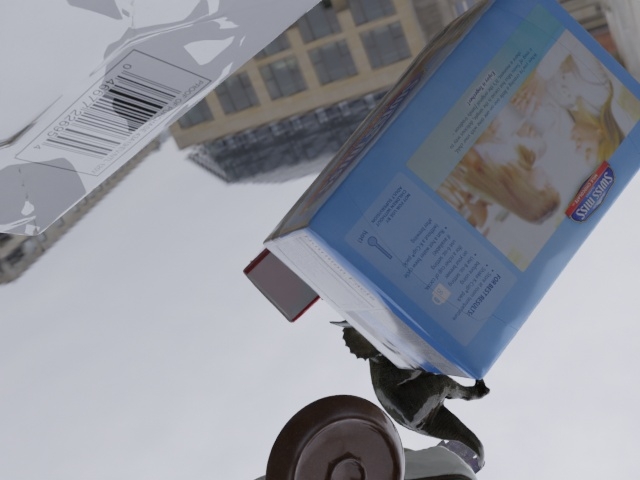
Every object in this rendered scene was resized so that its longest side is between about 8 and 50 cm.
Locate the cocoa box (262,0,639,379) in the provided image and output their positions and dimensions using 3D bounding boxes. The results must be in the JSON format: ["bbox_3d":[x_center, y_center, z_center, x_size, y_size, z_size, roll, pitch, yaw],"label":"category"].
[{"bbox_3d":[0.146,-0.059,0.933,0.347,0.231,0.228,-50,-172,-12],"label":"cocoa box"}]

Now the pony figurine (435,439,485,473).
[{"bbox_3d":[0.230,0.551,1.584,0.351,0.303,0.363,-31,170,-12],"label":"pony figurine"}]

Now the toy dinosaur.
[{"bbox_3d":[0.126,0.174,1.194,0.160,0.314,0.121,-25,-165,-3],"label":"toy dinosaur"}]

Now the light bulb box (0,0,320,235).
[{"bbox_3d":[-0.244,-0.252,0.662,0.358,0.361,0.225,-34,159,24],"label":"light bulb box"}]

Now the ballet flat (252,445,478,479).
[{"bbox_3d":[0.047,0.387,1.383,0.400,0.139,0.139,-1,-161,-13],"label":"ballet flat"}]

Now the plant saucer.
[{"bbox_3d":[0.024,0.250,0.938,0.168,0.168,0.029,-33,-168,-22],"label":"plant saucer"}]

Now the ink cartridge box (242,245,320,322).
[{"bbox_3d":[0.000,0.000,1.410,0.197,0.114,0.273,-43,-177,9],"label":"ink cartridge box"}]
